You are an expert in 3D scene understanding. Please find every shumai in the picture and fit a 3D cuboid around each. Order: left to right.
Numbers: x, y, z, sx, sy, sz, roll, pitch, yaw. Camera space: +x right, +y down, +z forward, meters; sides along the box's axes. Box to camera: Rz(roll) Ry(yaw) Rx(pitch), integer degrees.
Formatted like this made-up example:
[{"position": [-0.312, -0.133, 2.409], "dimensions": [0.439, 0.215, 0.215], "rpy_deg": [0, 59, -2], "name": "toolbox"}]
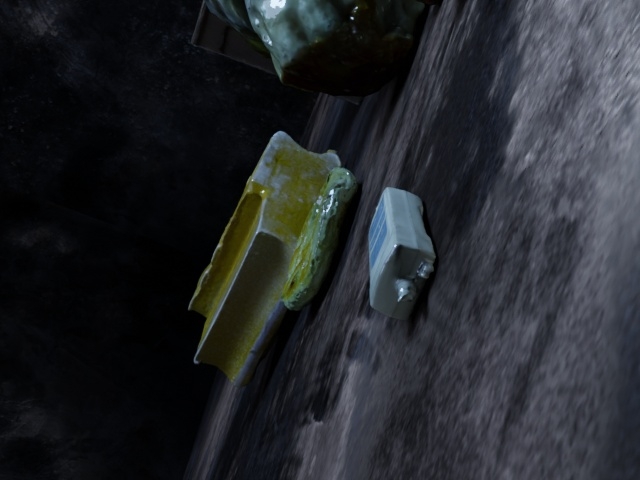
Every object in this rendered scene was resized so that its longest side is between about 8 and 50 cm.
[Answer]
[{"position": [0.018, -0.307, 1.252], "dimensions": [0.263, 0.309, 0.304], "rpy_deg": [-119, 34, -50], "name": "shumai"}]

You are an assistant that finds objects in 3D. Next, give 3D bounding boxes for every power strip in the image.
[{"position": [0.052, 0.006, 0.723], "dimensions": [0.191, 0.030, 0.048], "rpy_deg": [-83, 14, -72], "name": "power strip"}]

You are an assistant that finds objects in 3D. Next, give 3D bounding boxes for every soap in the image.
[{"position": [-0.079, 0.028, 1.529], "dimensions": [0.259, 0.143, 0.281], "rpy_deg": [-80, 16, -51], "name": "soap"}]

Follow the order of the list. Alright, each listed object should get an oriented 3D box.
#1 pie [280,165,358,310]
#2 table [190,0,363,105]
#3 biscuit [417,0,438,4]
[{"position": [0.000, 0.000, 1.264], "dimensions": [0.187, 0.041, 0.187], "rpy_deg": [-159, 90, -85], "name": "pie"}, {"position": [-0.021, -0.393, 1.696], "dimensions": [0.251, 0.282, 0.196], "rpy_deg": [-75, 7, -52], "name": "table"}, {"position": [0.118, -0.375, 1.107], "dimensions": [0.070, 0.106, 0.252], "rpy_deg": [-78, 11, -69], "name": "biscuit"}]
